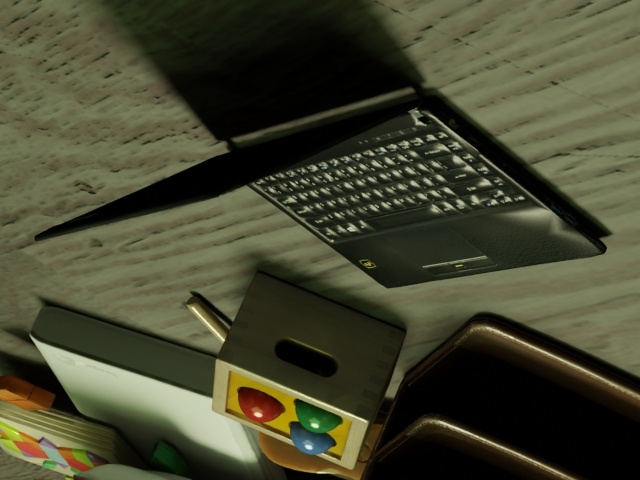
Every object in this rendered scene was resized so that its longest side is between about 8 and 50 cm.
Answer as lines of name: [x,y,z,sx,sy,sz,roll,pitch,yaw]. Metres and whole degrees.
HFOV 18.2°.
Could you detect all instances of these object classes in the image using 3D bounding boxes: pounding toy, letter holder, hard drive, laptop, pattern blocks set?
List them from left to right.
pattern blocks set: [-0.263,0.207,2.017,0.325,0.026,0.285,9,154,32]
hard drive: [-0.144,0.171,1.913,0.203,0.040,0.307,16,156,18]
pounding toy: [-0.042,0.115,1.624,0.181,0.094,0.206,22,156,5]
laptop: [0.000,0.000,1.284,0.264,0.136,0.234,37,155,-27]
letter holder: [0.199,0.206,1.519,0.302,0.152,0.214,27,155,-6]

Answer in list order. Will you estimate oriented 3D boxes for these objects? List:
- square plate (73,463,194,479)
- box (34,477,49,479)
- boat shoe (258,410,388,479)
square plate: [-0.069,0.319,2.006,0.347,0.049,0.344,18,158,5]
box: [-0.184,0.361,1.934,0.142,0.154,0.300,9,156,24]
boat shoe: [0.052,0.179,1.717,0.207,0.073,0.073,18,-166,23]
